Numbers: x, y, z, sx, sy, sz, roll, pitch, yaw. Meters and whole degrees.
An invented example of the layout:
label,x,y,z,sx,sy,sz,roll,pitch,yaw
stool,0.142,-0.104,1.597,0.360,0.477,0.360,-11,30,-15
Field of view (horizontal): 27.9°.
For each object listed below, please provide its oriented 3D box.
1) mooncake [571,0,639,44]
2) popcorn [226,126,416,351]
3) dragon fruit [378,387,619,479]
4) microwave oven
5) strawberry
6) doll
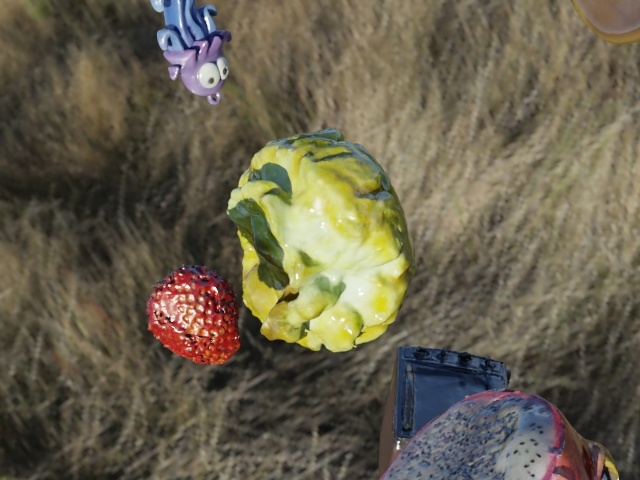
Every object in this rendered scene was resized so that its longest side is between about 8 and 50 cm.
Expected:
label,x,y,z,sx,sy,sz,roll,pitch,yaw
mooncake,0.453,-0.390,1.815,0.235,0.235,0.117,-2,17,42
popcorn,0.000,0.000,1.292,0.183,0.221,0.204,-18,22,-19
dragon fruit,0.212,0.327,1.492,0.290,0.189,0.290,-34,20,15
microwave oven,0.179,0.283,1.825,0.178,0.188,0.247,11,28,-2
strawberry,-0.110,0.067,1.135,0.083,0.096,0.083,-38,16,13
doll,-0.167,-0.268,1.656,0.067,0.206,0.110,8,37,45
